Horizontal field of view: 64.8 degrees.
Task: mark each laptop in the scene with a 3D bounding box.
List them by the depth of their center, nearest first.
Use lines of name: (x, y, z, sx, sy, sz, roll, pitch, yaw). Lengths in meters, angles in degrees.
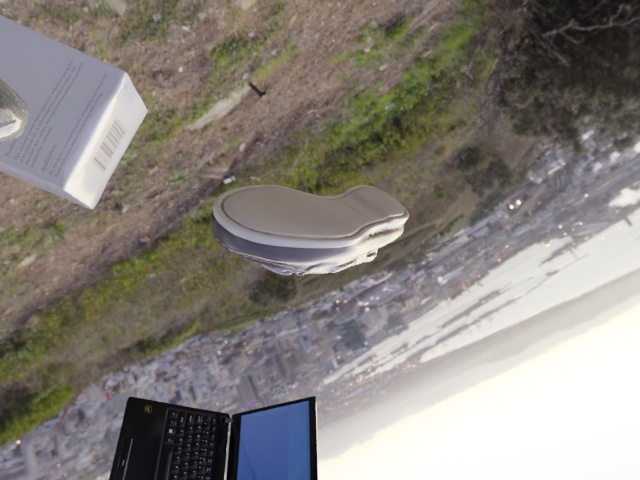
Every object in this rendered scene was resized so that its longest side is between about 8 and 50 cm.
laptop: (-0.150, 0.332, 0.713, 0.264, 0.234, 0.137, 19, 134, -22)

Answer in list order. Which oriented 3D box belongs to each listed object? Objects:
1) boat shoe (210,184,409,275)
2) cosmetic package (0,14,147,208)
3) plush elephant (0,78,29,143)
boat shoe: (0.000, 0.000, 0.575, 0.335, 0.112, 0.096, -11, 134, -56)
cosmetic package: (-0.514, -0.229, 0.803, 0.156, 0.384, 0.217, 127, -13, -79)
plush elephant: (-0.409, -0.008, 0.339, 0.255, 0.330, 0.271, -19, 150, 35)
